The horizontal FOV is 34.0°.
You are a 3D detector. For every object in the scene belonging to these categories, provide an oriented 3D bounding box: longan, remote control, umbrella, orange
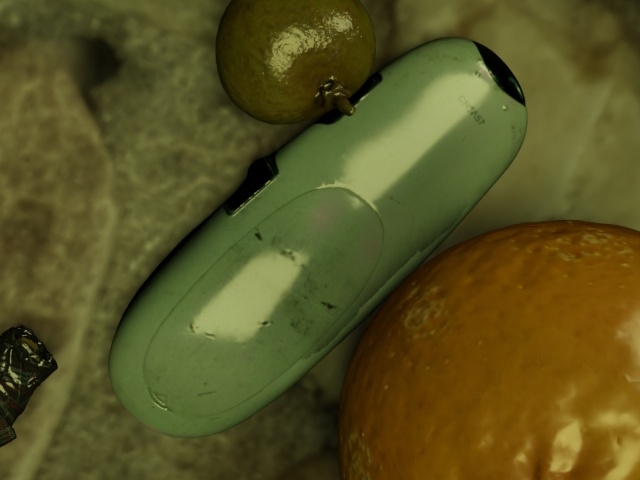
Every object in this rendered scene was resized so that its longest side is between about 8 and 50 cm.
[{"bbox_3d":[-0.009,-0.084,0.482,0.075,0.083,0.075,-23,147,-16],"label":"longan"},{"bbox_3d":[0.000,-0.001,0.518,0.256,0.045,0.097,-45,105,-3],"label":"remote control"},{"bbox_3d":[-0.179,0.105,0.507,0.037,0.040,0.144,35,94,-24],"label":"umbrella"},{"bbox_3d":[0.116,0.100,0.490,0.219,0.193,0.219,-2,117,-3],"label":"orange"}]
